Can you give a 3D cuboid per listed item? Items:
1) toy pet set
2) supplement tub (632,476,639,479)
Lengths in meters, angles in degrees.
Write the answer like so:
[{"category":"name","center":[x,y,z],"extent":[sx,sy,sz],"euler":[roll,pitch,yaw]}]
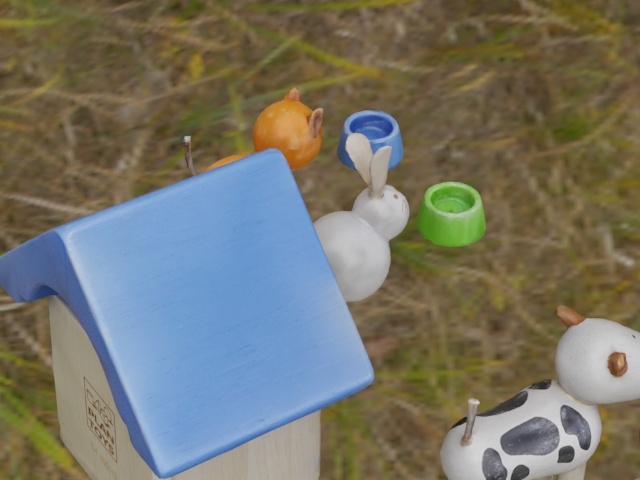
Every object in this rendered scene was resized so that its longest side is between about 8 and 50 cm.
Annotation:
[{"category":"toy pet set","center":[0.000,0.000,0.358],"extent":[0.114,0.122,0.065],"euler":[-21,134,-26]},{"category":"supplement tub","center":[0.326,0.150,0.940],"extent":[0.325,0.235,0.235],"euler":[-26,103,12]}]
